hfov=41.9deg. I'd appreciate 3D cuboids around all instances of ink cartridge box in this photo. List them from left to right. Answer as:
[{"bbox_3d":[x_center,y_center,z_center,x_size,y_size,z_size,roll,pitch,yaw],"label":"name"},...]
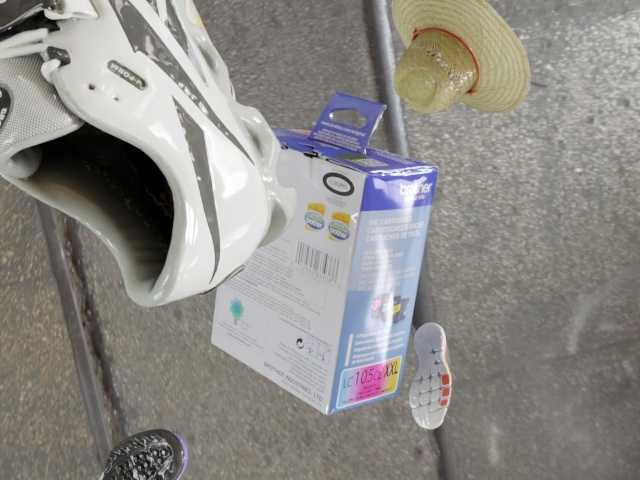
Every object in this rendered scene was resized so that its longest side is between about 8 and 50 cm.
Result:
[{"bbox_3d":[0.000,0.000,1.159,0.151,0.270,0.395,-9,113,-43],"label":"ink cartridge box"}]

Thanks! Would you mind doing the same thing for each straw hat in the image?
[{"bbox_3d":[0.089,-0.132,0.653,0.061,0.144,0.144,-47,108,-14],"label":"straw hat"}]

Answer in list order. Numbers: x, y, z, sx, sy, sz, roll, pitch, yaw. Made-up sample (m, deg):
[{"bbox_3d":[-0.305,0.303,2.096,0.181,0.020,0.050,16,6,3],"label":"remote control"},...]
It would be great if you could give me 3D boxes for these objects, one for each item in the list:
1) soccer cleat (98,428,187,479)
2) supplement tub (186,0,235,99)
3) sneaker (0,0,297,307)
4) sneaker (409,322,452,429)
[{"bbox_3d":[-0.289,0.388,1.323,0.116,0.108,0.318,-3,143,-52],"label":"soccer cleat"},{"bbox_3d":[-0.285,-0.281,1.267,0.241,0.241,0.331,-35,146,-8],"label":"supplement tub"},{"bbox_3d":[-0.144,-0.110,0.464,0.122,0.146,0.330,-32,98,32],"label":"sneaker"},{"bbox_3d":[0.168,0.199,1.200,0.065,0.061,0.158,51,40,-50],"label":"sneaker"}]
